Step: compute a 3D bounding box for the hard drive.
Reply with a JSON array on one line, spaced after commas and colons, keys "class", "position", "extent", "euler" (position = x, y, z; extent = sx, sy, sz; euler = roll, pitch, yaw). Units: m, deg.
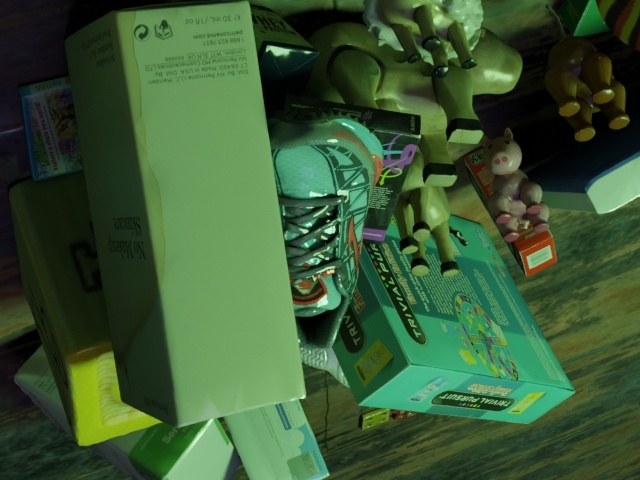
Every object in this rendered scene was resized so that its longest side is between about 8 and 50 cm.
[{"class": "hard drive", "position": [0.337, -0.097, 1.319], "extent": [0.210, 0.040, 0.319], "euler": [-29, -176, -1]}]

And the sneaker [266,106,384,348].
[{"class": "sneaker", "position": [0.000, 0.000, 1.014], "extent": [0.104, 0.125, 0.262], "euler": [0, 145, 4]}]

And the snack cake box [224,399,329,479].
[{"class": "snack cake box", "position": [-0.060, 0.219, 1.487], "extent": [0.089, 0.152, 0.264], "euler": [-24, 177, -3]}]

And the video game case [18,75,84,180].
[{"class": "video game case", "position": [-0.182, -0.113, 1.102], "extent": [0.166, 0.015, 0.119], "euler": [-16, 150, -17]}]

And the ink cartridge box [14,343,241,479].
[{"class": "ink cartridge box", "position": [-0.212, 0.200, 1.365], "extent": [0.092, 0.219, 0.160], "euler": [-52, 157, -19]}]

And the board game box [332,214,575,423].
[{"class": "board game box", "position": [0.120, 0.072, 1.387], "extent": [0.079, 0.253, 0.336], "euler": [-42, 147, 26]}]

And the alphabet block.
[{"class": "alphabet block", "position": [-0.175, 0.051, 1.182], "extent": [0.193, 0.197, 0.192], "euler": [-16, 150, -17]}]

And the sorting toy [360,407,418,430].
[{"class": "sorting toy", "position": [0.154, 0.226, 1.868], "extent": [0.132, 0.046, 0.274], "euler": [-4, 145, -32]}]

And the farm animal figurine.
[{"class": "farm animal figurine", "position": [0.105, -0.128, 1.167], "extent": [0.327, 0.172, 0.330], "euler": [14, 141, -32]}]

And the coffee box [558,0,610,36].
[{"class": "coffee box", "position": [0.311, -0.280, 1.188], "extent": [0.113, 0.040, 0.184], "euler": [-14, 148, -20]}]

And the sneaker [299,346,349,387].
[{"class": "sneaker", "position": [-0.027, 0.064, 1.415], "extent": [0.268, 0.153, 0.101], "euler": [34, 103, -18]}]

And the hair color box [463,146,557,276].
[{"class": "hair color box", "position": [0.216, -0.036, 1.401], "extent": [0.043, 0.141, 0.072], "euler": [-27, 150, 2]}]

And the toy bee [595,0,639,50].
[{"class": "toy bee", "position": [0.246, -0.294, 0.986], "extent": [0.195, 0.298, 0.162], "euler": [12, 176, -22]}]

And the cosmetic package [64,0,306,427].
[{"class": "cosmetic package", "position": [-0.110, -0.023, 0.976], "extent": [0.113, 0.309, 0.160], "euler": [-9, -177, -25]}]

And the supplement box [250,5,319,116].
[{"class": "supplement box", "position": [-0.057, -0.147, 1.053], "extent": [0.056, 0.083, 0.083], "euler": [2, 123, -39]}]

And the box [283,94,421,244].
[{"class": "box", "position": [0.014, -0.058, 1.067], "extent": [0.116, 0.029, 0.162], "euler": [8, 146, -6]}]
